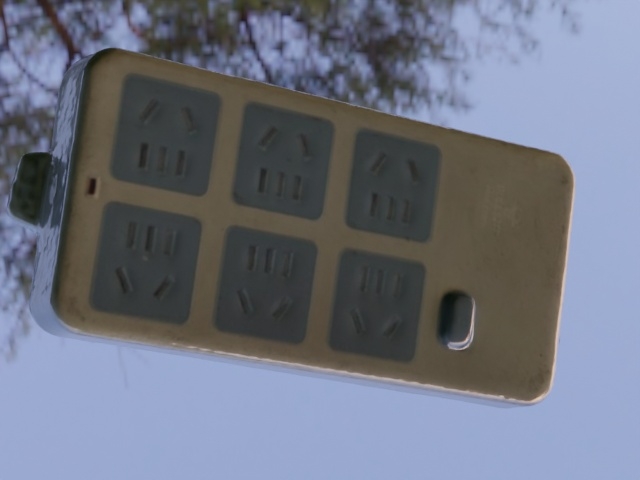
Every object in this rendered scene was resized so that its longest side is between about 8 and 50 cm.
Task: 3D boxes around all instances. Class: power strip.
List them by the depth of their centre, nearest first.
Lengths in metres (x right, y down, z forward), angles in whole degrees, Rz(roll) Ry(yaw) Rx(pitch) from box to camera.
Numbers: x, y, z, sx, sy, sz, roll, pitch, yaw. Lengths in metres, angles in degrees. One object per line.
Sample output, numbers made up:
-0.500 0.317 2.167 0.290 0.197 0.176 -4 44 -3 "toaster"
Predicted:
0.000 0.000 0.781 0.270 0.046 0.118 11 -101 -28 "power strip"
